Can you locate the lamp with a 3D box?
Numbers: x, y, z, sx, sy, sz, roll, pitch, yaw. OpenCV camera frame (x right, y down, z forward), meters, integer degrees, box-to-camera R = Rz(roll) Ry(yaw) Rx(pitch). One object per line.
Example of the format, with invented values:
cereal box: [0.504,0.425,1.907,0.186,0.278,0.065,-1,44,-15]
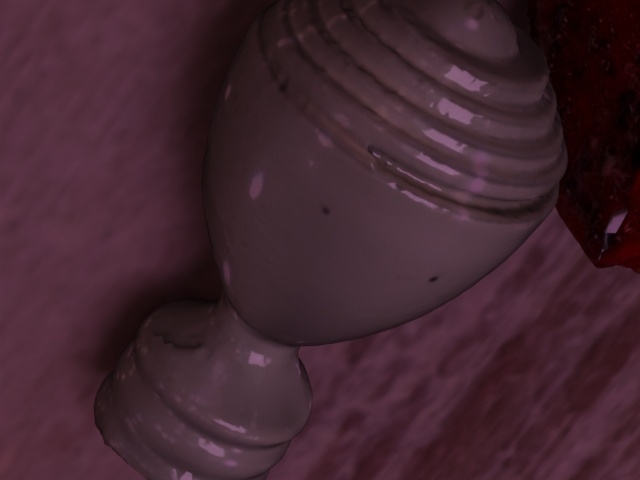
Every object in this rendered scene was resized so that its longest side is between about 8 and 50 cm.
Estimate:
lamp: [0.000,0.000,0.599,0.106,0.106,0.193,11,127,-33]

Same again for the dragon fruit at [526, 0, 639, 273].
dragon fruit: [0.122,-0.077,0.621,0.106,0.083,0.162,-5,117,-40]
